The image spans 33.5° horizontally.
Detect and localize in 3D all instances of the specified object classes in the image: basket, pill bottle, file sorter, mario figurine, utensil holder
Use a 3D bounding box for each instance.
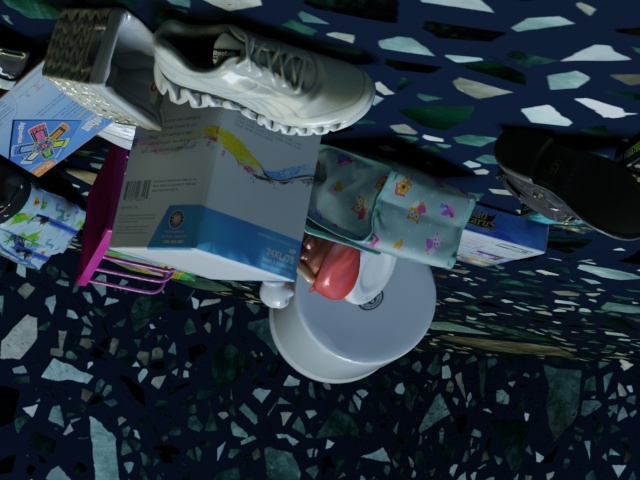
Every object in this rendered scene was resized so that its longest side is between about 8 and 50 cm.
[{"bbox_3d":[-0.276,-0.227,1.405,0.103,0.113,0.167,9,168,22],"label":"basket"},{"bbox_3d":[0.000,0.000,2.036,0.272,0.152,0.152,29,179,31],"label":"pill bottle"},{"bbox_3d":[-0.337,-0.040,2.017,0.182,0.202,0.291,12,154,-20],"label":"file sorter"},{"bbox_3d":[-0.069,-0.012,1.869,0.320,0.198,0.170,43,-167,-11],"label":"mario figurine"},{"bbox_3d":[0.068,0.146,2.378,0.328,0.327,0.385,13,167,-7],"label":"utensil holder"}]

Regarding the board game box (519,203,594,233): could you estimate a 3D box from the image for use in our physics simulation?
[{"bbox_3d":[0.430,-0.050,1.779,0.126,0.026,0.186,14,169,-11],"label":"board game box"}]

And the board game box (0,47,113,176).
[{"bbox_3d":[-0.412,-0.194,1.610,0.145,0.027,0.281,35,137,-30],"label":"board game box"}]

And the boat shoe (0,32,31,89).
[{"bbox_3d":[-0.511,-0.288,1.468,0.228,0.068,0.081,25,-162,-42],"label":"boat shoe"}]

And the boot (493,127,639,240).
[{"bbox_3d":[0.364,-0.067,1.545,0.263,0.091,0.229,35,178,20],"label":"boot"}]

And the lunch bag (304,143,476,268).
[{"bbox_3d":[0.082,-0.061,1.764,0.223,0.160,0.262,16,-177,-43],"label":"lunch bag"}]

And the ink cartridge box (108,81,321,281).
[{"bbox_3d":[-0.144,-0.094,1.522,0.198,0.270,0.197,1,166,45],"label":"ink cartridge box"}]

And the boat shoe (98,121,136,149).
[{"bbox_3d":[-0.367,-0.220,1.675,0.226,0.083,0.076,18,139,-25],"label":"boat shoe"}]

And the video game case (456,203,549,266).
[{"bbox_3d":[0.254,-0.021,2.017,0.269,0.061,0.244,15,167,-17],"label":"video game case"}]

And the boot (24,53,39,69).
[{"bbox_3d":[-0.400,-0.251,1.605,0.114,0.037,0.106,3,153,26],"label":"boot"}]

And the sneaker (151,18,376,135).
[{"bbox_3d":[-0.076,-0.209,1.332,0.292,0.110,0.118,10,160,5],"label":"sneaker"}]

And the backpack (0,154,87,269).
[{"bbox_3d":[-0.635,-0.085,2.176,0.290,0.273,0.355,29,-170,20],"label":"backpack"}]

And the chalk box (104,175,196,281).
[{"bbox_3d":[-0.382,-0.036,2.289,0.179,0.180,0.289,9,170,17],"label":"chalk box"}]

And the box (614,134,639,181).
[{"bbox_3d":[0.507,-0.103,1.397,0.191,0.045,0.184,12,172,-2],"label":"box"}]
